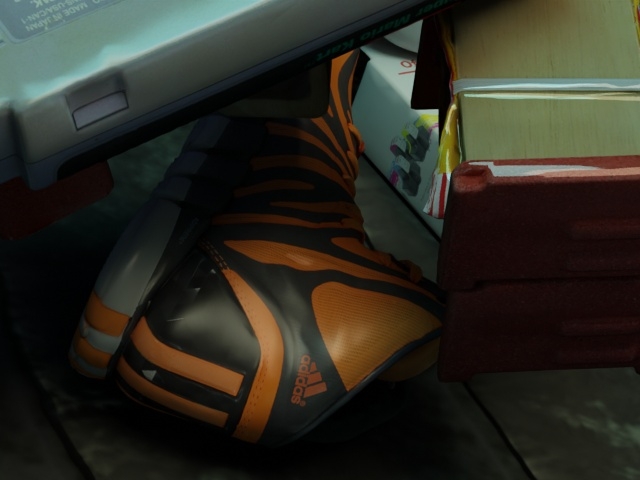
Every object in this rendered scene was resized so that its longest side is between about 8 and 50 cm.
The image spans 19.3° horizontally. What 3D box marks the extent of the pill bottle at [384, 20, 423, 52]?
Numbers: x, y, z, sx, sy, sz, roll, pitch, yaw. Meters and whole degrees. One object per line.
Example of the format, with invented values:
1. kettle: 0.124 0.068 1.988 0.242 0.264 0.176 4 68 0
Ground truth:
1. pill bottle: 0.068 -0.225 1.246 0.117 0.117 0.215 9 36 -16

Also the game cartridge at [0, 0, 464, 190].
1. game cartridge: -0.079 -0.155 0.881 0.355 0.068 0.230 -25 58 -19

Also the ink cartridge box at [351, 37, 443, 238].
1. ink cartridge box: 0.091 -0.069 1.207 0.104 0.061 0.181 -10 47 -36

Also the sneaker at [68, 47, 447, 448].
1. sneaker: 0.000 0.000 1.048 0.180 0.124 0.321 27 47 1

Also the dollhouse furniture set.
1. dollhouse furniture set: -0.016 -0.053 0.931 0.374 0.152 0.201 0 50 1
